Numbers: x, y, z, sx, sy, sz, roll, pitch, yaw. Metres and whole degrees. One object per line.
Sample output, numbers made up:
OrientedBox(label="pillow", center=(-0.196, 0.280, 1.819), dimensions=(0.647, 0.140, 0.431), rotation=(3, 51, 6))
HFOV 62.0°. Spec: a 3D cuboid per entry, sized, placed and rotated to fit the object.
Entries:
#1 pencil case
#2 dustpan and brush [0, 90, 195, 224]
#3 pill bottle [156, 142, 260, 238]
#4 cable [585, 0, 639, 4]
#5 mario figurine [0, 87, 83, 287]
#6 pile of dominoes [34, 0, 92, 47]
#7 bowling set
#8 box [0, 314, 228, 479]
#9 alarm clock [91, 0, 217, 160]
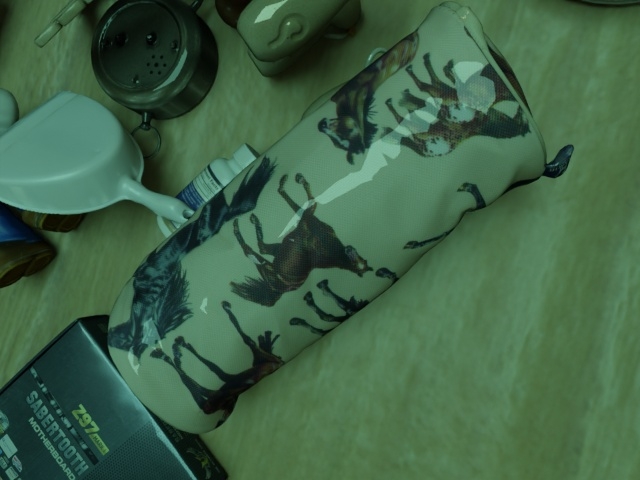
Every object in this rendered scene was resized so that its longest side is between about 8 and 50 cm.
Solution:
OrientedBox(label="pencil case", center=(0.000, 0.000, 0.471), dimensions=(0.410, 0.183, 0.159), rotation=(-39, 44, 12))
OrientedBox(label="dustpan and brush", center=(-0.210, -0.065, 0.520), dimensions=(0.211, 0.060, 0.147), rotation=(18, 53, 19))
OrientedBox(label="pill bottle", center=(-0.104, -0.042, 0.549), dimensions=(0.120, 0.067, 0.067), rotation=(-42, 80, 8))
OrientedBox(label="cable", center=(0.276, -0.345, 0.470), dimensions=(0.257, 0.089, 0.256), rotation=(7, 90, 13))
OrientedBox(label="mario figurine", center=(-0.431, -0.091, 0.566), dimensions=(0.321, 0.170, 0.198), rotation=(38, 62, 4))
OrientedBox(label="pile of dominoes", center=(-0.175, -0.272, 0.527), dimensions=(0.251, 0.195, 0.040), rotation=(-31, 126, 19))
OrientedBox(label="bowling set", center=(-0.024, -0.246, 0.491), dimensions=(0.154, 0.287, 0.199), rotation=(-35, 48, 3))
OrientedBox(label="box", center=(-0.241, 0.225, 0.572), dimensions=(0.183, 0.059, 0.232), rotation=(-41, 81, 7))
OrientedBox(label="alarm clock", center=(-0.184, -0.183, 0.578), dimensions=(0.130, 0.064, 0.191), rotation=(5, 92, 12))
